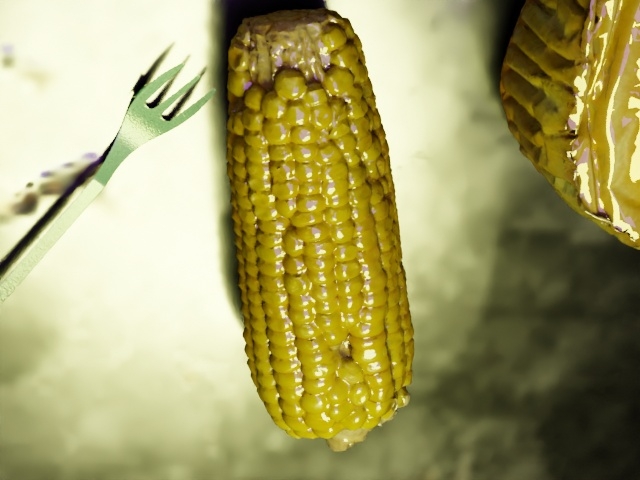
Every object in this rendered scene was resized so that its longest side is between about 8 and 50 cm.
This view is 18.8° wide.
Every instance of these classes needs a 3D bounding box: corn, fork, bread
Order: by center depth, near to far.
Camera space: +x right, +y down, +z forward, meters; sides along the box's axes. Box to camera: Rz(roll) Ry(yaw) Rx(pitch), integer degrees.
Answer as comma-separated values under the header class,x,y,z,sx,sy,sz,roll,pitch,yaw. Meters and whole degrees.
class,x,y,z,sx,sy,sz,roll,pitch,yaw
bread,0.247,-0.119,1.268,0.227,0.142,0.253,9,116,-18
corn,0.000,0.000,1.283,0.119,0.119,0.322,-8,114,-9
fork,-0.160,-0.029,1.286,0.039,0.021,0.235,39,103,-22
